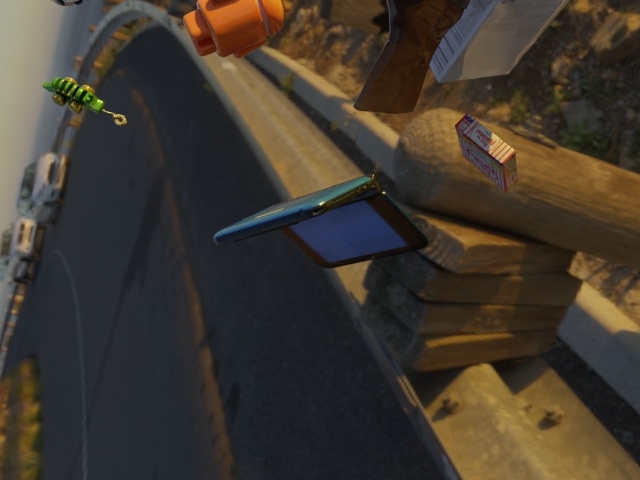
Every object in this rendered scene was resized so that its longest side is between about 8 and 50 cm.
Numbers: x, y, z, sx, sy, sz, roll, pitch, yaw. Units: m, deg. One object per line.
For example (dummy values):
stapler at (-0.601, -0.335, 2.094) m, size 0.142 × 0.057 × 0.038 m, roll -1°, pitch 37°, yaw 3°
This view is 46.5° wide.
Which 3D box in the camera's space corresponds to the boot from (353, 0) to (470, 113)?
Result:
boot at (0.119, -0.364, 1.336) m, size 0.096 × 0.264 × 0.280 m, roll 50°, pitch 128°, yaw 32°

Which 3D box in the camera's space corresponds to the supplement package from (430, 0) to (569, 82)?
supplement package at (0.341, -0.492, 1.539) m, size 0.198 × 0.199 × 0.263 m, roll 68°, pitch 153°, yaw 19°

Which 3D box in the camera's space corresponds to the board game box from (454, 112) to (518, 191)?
board game box at (0.391, -0.203, 1.739) m, size 0.045 × 0.193 × 0.147 m, roll -46°, pitch 67°, yaw 1°

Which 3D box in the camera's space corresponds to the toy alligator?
toy alligator at (-0.481, -0.289, 1.509) m, size 0.051 × 0.189 × 0.056 m, roll 105°, pitch -169°, yaw -68°

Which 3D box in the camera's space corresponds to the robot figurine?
robot figurine at (-0.167, -0.458, 1.530) m, size 0.128 × 0.219 × 0.158 m, roll -124°, pitch 10°, yaw -68°

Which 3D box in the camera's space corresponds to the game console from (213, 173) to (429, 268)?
game console at (0.000, 0.000, 1.355) m, size 0.293 × 0.250 × 0.173 m, roll -15°, pitch 100°, yaw 45°

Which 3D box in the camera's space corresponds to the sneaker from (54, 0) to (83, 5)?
sneaker at (-0.612, -0.603, 1.795) m, size 0.153 × 0.094 × 0.235 m, roll 51°, pitch 165°, yaw 11°
